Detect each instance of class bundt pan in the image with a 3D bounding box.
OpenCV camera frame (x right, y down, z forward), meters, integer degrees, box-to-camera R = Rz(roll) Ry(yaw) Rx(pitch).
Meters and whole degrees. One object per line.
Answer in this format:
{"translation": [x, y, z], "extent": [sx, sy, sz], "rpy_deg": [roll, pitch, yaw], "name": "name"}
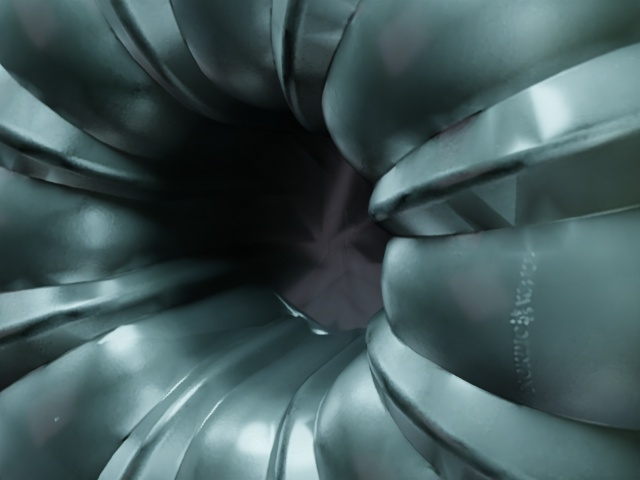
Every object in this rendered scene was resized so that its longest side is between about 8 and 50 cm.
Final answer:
{"translation": [0.000, 0.000, 0.573], "extent": [0.331, 0.124, 0.331], "rpy_deg": [7, 103, 33], "name": "bundt pan"}
